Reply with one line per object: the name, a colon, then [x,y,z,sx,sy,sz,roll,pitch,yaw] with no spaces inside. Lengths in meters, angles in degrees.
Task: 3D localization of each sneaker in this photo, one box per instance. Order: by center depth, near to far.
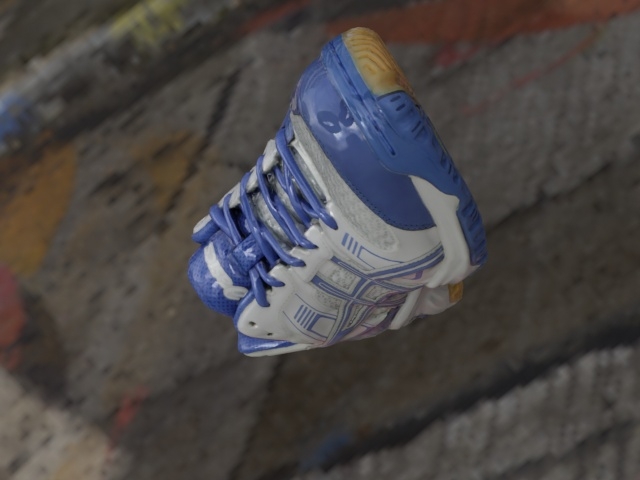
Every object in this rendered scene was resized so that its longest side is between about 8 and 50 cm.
sneaker: [0.000,0.000,0.967,0.131,0.112,0.296,-23,-18,-5]
